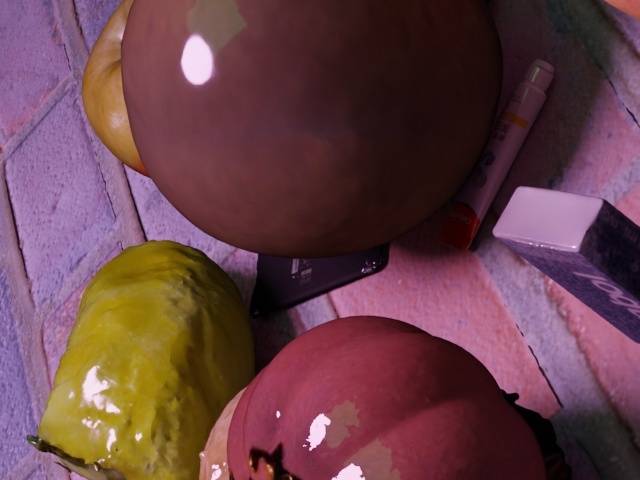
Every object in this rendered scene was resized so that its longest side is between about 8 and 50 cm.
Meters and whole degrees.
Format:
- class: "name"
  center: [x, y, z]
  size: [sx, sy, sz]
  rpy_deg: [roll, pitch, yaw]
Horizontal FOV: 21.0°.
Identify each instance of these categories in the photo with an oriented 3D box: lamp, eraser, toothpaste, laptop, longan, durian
- class: "lamp"
  center: [0.069, 0.199, 1.304]
  size: [0.305, 0.240, 0.305]
  rpy_deg: [38, 139, 43]
- class: "eraser"
  center: [0.227, 0.031, 1.263]
  size: [0.092, 0.212, 0.046]
  rpy_deg: [13, 73, 53]
- class: "toothpaste"
  center: [0.164, -0.079, 1.587]
  size: [0.048, 0.031, 0.190]
  rpy_deg: [24, 86, 54]
- class: "laptop"
  center: [0.000, 0.000, 1.736]
  size: [0.180, 0.016, 0.129]
  rpy_deg: [-22, 48, 38]
- class: "longan"
  center: [-0.007, -0.152, 1.569]
  size: [0.361, 0.361, 0.361]
  rpy_deg: [-30, 43, 33]
- class: "durian"
  center: [-0.173, 0.135, 1.685]
  size: [0.256, 0.204, 0.339]
  rpy_deg: [-28, 46, 53]

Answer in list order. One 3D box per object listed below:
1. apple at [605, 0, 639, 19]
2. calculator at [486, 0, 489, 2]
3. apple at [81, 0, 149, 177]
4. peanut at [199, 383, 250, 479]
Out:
- class: "apple"
  center: [0.321, -0.322, 1.314]
  size: [0.364, 0.364, 0.363]
  rpy_deg: [-30, 43, 33]
- class: "calculator"
  center: [0.080, -0.253, 1.821]
  size: [0.165, 0.028, 0.274]
  rpy_deg: [-49, 36, 12]
- class: "apple"
  center: [-0.136, -0.183, 1.887]
  size: [0.261, 0.194, 0.260]
  rpy_deg: [-31, 44, 36]
- class: "peanut"
  center: [-0.044, 0.240, 1.503]
  size: [0.149, 0.149, 0.313]
  rpy_deg: [-22, 45, 40]
